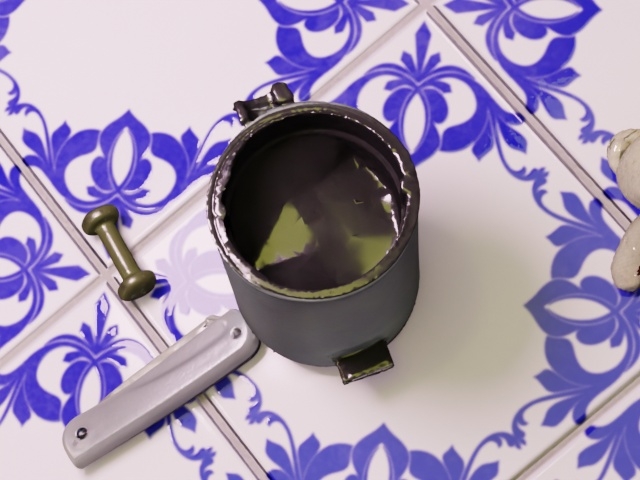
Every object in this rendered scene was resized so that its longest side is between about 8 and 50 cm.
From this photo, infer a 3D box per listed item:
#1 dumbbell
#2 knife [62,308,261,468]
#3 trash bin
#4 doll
[{"bbox_3d":[-0.238,0.014,1.972,0.046,0.052,0.118,-22,71,-28],"label":"dumbbell"},{"bbox_3d":[-0.186,0.168,1.935,0.265,0.040,0.073,-36,65,3],"label":"knife"},{"bbox_3d":[0.000,0.000,1.795,0.217,0.262,0.277,-22,72,-4],"label":"trash bin"},{"bbox_3d":[0.395,-0.005,1.786,0.175,0.149,0.278,-5,77,11],"label":"doll"}]
